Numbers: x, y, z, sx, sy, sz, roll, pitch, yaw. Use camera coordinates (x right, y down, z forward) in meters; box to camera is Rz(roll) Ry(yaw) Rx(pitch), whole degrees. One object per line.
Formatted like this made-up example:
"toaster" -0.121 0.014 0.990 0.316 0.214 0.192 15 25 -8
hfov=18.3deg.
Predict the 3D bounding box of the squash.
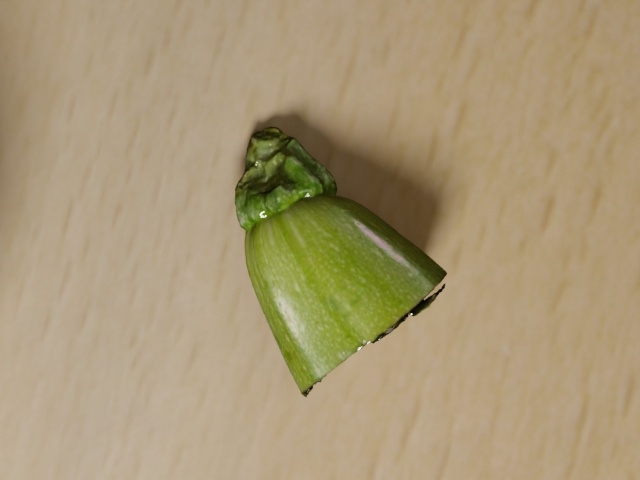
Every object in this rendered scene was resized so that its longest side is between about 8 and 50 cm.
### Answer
"squash" -0.008 0.002 1.081 0.105 0.105 0.132 -38 90 -13
